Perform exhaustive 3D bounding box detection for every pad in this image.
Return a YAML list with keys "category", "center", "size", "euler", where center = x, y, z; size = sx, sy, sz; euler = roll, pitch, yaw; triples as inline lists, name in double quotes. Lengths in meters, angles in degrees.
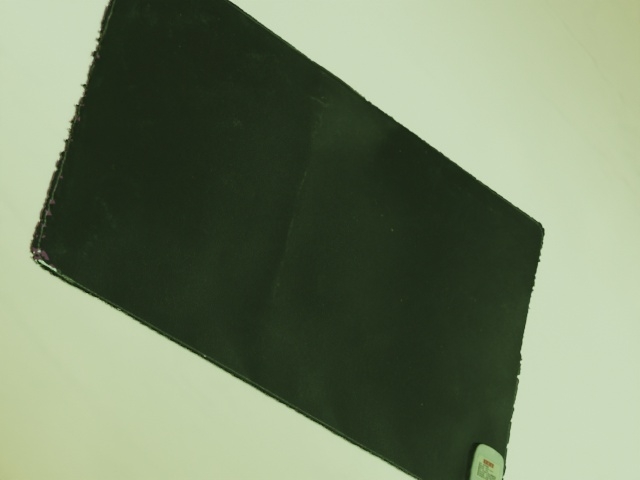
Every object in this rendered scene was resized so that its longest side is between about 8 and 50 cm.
- category: "pad"
  center: [0.000, 0.000, 0.596]
  size: [0.193, 0.004, 0.116]
  euler: [33, 56, -31]
